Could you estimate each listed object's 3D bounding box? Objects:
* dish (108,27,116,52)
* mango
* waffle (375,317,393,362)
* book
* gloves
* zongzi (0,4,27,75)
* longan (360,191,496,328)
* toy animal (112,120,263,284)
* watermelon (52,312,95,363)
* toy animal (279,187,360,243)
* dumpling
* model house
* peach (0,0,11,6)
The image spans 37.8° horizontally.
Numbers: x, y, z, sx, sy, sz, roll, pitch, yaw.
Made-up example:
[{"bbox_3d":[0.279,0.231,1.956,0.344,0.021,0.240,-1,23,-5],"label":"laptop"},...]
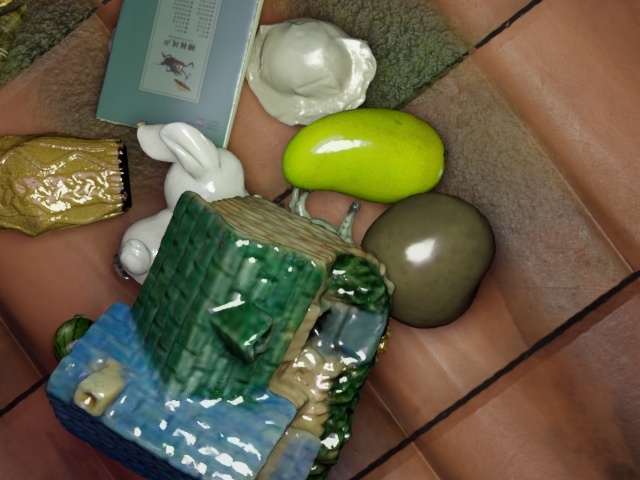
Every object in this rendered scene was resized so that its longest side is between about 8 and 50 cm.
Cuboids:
[{"bbox_3d":[-0.335,-0.365,1.741,0.137,0.039,0.091,-8,90,8],"label":"dish"},{"bbox_3d":[0.078,-0.146,1.621,0.293,0.143,0.175,-1,124,-14],"label":"mango"},{"bbox_3d":[0.046,0.145,1.709,0.191,0.038,0.191,0,90,7],"label":"waffle"},{"bbox_3d":[-0.247,-0.373,1.688,0.264,0.031,0.379,16,95,11],"label":"book"},{"bbox_3d":[-0.517,-0.107,1.708,0.356,0.155,0.203,-7,86,10],"label":"gloves"},{"bbox_3d":[-0.668,-0.385,1.765,0.187,0.084,0.184,17,78,10],"label":"zongzi"},{"bbox_3d":[0.183,0.031,1.594,0.246,0.246,0.215,-13,63,6],"label":"longan"},{"bbox_3d":[-0.238,-0.054,1.646,0.310,0.247,0.183,-59,43,16],"label":"toy animal"},{"bbox_3d":[-0.446,0.189,1.735,0.109,0.109,0.109,0,91,6],"label":"watermelon"},{"bbox_3d":[0.003,0.000,1.681,0.217,0.073,0.176,27,102,26],"label":"toy animal"},{"bbox_3d":[-0.026,-0.297,1.656,0.258,0.147,0.193,21,102,22],"label":"dumpling"},{"bbox_3d":[-0.139,0.183,1.395,0.395,0.400,0.445,30,102,15],"label":"model house"},{"bbox_3d":[-0.575,-0.530,1.704,0.267,0.159,0.154,-26,99,8],"label":"peach"}]
